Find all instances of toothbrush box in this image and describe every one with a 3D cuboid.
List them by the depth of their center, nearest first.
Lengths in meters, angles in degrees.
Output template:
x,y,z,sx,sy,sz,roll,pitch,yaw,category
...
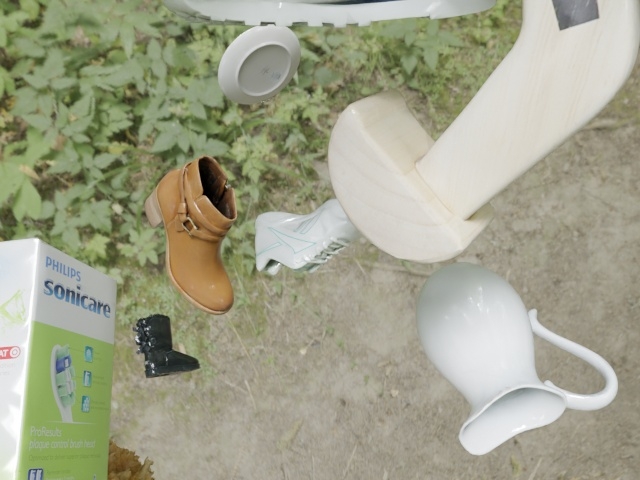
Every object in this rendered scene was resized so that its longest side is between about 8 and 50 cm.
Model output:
x,y,z,sx,sy,sz,roll,pitch,yaw,category
-0.275,0.157,0.451,0.206,0.122,0.283,-5,70,8,toothbrush box

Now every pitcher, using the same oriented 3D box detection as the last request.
x,y,z,sx,sy,sz,roll,pitch,yaw,category
0.207,0.116,0.697,0.178,0.125,0.207,-10,39,-4,pitcher

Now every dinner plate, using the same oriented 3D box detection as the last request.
x,y,z,sx,sy,sz,roll,pitch,yaw,category
-0.089,-0.262,0.948,0.141,0.141,0.017,-28,61,-14,dinner plate

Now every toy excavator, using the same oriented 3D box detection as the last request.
x,y,z,sx,sy,sz,roll,pitch,yaw,category
0.142,-0.220,0.320,0.433,0.444,0.222,-11,14,36,toy excavator

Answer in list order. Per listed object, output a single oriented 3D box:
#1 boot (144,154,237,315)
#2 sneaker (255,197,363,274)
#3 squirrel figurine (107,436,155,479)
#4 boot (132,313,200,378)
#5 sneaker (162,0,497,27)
x,y,z,sx,sy,sz,roll,pitch,yaw,category
-0.202,-0.007,1.150,0.109,0.220,0.283,-23,88,-43,boot
0.000,0.000,0.577,0.152,0.054,0.061,-11,63,37,sneaker
-0.384,0.423,0.830,0.397,0.370,0.280,-23,60,27,squirrel figurine
-0.255,0.175,1.039,0.045,0.121,0.099,-24,71,30,boot
0.010,-0.186,0.395,0.235,0.094,0.090,-17,30,-24,sneaker
